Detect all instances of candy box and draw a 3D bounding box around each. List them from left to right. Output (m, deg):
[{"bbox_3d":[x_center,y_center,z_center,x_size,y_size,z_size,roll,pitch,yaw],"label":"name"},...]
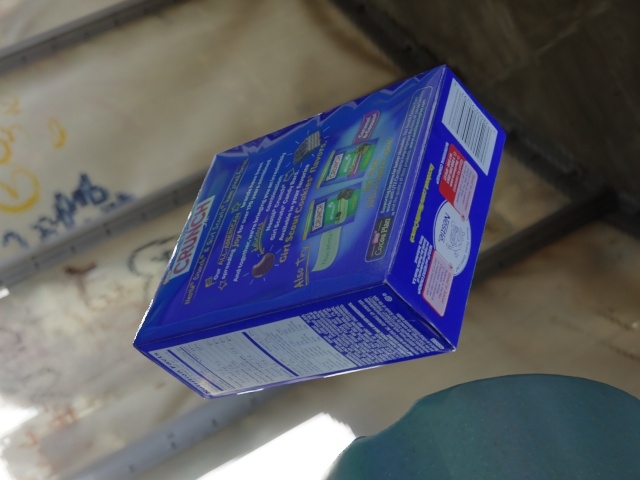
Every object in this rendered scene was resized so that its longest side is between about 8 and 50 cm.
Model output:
[{"bbox_3d":[0.000,0.000,1.212,0.317,0.268,0.122,-15,-48,38],"label":"candy box"}]

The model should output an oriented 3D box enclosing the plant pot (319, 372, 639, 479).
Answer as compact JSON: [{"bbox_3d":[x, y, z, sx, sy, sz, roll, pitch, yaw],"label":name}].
[{"bbox_3d":[0.135,0.272,0.672,0.334,0.341,0.341,-102,-177,-52],"label":"plant pot"}]
